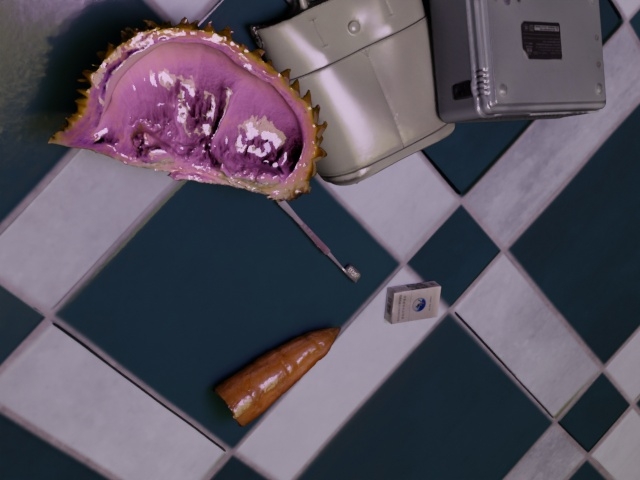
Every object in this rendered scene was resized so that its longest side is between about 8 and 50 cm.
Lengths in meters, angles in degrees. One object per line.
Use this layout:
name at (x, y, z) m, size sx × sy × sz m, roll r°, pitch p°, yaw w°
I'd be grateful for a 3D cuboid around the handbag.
handbag at (0.040, -0.246, 1.345) m, size 0.241 × 0.109 × 0.315 m, roll -28°, pitch 109°, yaw -17°

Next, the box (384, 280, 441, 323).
box at (0.139, 0.093, 1.568) m, size 0.083 × 0.024 × 0.054 m, roll -6°, pitch 113°, yaw -25°

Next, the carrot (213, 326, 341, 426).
carrot at (-0.051, 0.183, 1.480) m, size 0.205 × 0.072 × 0.072 m, roll -33°, pitch 124°, yaw -16°

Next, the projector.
projector at (0.269, -0.258, 1.381) m, size 0.256 × 0.099 × 0.192 m, roll -7°, pitch 92°, yaw -37°

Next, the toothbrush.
toothbrush at (-0.002, 0.001, 1.455) m, size 0.017 × 0.014 × 0.194 m, roll -47°, pitch 125°, yaw -2°

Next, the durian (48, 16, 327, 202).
durian at (-0.138, -0.165, 1.239) m, size 0.341 × 0.112 × 0.191 m, roll 11°, pitch 103°, yaw -27°
